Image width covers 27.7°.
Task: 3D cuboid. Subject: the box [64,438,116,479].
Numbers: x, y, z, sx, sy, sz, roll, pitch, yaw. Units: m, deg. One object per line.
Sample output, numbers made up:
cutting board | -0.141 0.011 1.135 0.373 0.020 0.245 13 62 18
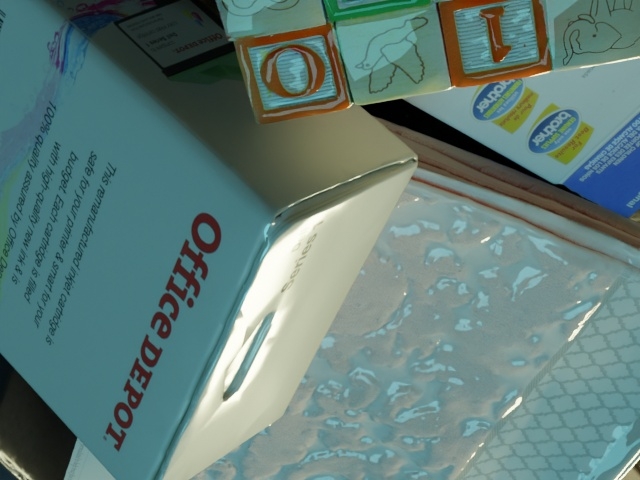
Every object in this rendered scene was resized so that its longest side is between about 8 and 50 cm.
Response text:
box | -0.133 0.162 1.161 0.182 0.119 0.181 18 147 -8

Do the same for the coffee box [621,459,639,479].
coffee box | 0.114 0.215 1.045 0.297 0.119 0.168 -31 126 14

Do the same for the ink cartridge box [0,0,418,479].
ink cartridge box | -0.113 -0.038 0.676 0.278 0.117 0.201 42 129 21

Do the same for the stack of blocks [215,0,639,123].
stack of blocks | 0.099 -0.162 0.516 0.297 0.087 0.171 -10 129 8

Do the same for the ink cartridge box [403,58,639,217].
ink cartridge box | 0.093 -0.144 0.634 0.311 0.065 0.186 28 129 -19

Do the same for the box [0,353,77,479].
box | -0.261 0.088 1.009 0.153 0.207 0.108 -2 145 21

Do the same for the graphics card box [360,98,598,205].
graphics card box | 0.000 0.000 0.892 0.233 0.094 0.371 20 147 -11

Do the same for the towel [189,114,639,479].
towel | 0.060 0.087 0.814 0.317 0.053 0.332 20 132 -11
